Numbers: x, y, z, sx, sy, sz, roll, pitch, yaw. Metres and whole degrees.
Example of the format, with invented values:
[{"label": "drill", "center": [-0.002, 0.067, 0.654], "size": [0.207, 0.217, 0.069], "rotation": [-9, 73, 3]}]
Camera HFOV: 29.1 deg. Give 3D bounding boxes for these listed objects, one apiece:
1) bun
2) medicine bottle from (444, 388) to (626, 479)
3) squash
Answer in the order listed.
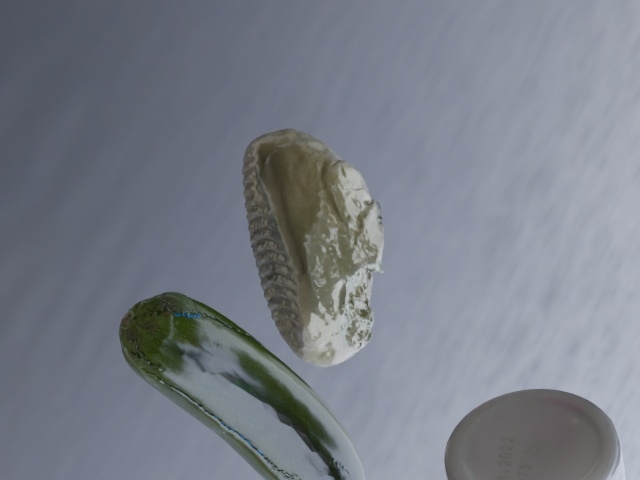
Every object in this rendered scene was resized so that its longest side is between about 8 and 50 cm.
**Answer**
[{"label": "bun", "center": [0.000, 0.000, 1.188], "size": [0.116, 0.237, 0.210], "rotation": [-16, 170, -14]}, {"label": "medicine bottle", "center": [0.189, 0.283, 0.977], "size": [0.130, 0.130, 0.340], "rotation": [-45, 132, -37]}, {"label": "squash", "center": [-0.040, 0.150, 1.011], "size": [0.331, 0.087, 0.087], "rotation": [48, 68, -31]}]
